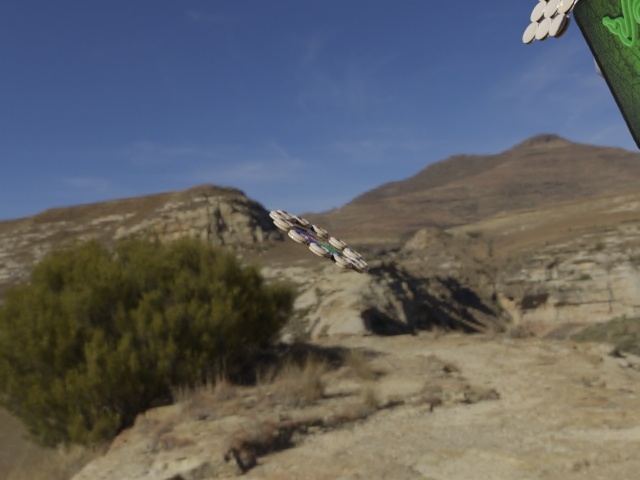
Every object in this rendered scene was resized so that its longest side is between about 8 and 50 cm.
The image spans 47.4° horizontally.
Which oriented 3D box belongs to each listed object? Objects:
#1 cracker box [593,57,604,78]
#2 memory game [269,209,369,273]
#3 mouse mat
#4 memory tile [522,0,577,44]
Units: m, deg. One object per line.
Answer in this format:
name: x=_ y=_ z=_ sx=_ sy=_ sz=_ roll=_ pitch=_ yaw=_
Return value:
cracker box: x=0.542 y=-0.304 z=1.239 sx=0.067 sy=0.156 sz=0.232 roll=-47 pitch=-23 yaw=10
memory game: x=0.000 y=0.000 z=1.173 sx=0.186 sy=0.012 sz=0.186 roll=30 pitch=10 yaw=-6
mouse mat: x=0.349 y=-0.179 z=0.696 sx=0.152 sy=0.190 sz=0.007 roll=-20 pitch=27 yaw=36
memory tile: x=0.375 y=-0.383 z=1.149 sx=0.012 sy=0.148 sz=0.113 roll=22 pitch=-2 yaw=-18
